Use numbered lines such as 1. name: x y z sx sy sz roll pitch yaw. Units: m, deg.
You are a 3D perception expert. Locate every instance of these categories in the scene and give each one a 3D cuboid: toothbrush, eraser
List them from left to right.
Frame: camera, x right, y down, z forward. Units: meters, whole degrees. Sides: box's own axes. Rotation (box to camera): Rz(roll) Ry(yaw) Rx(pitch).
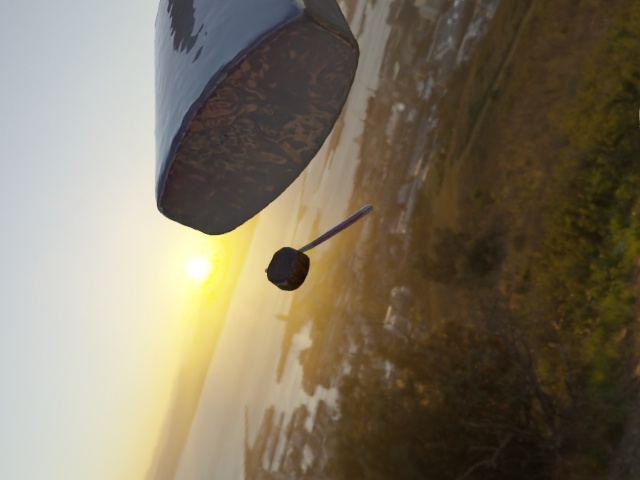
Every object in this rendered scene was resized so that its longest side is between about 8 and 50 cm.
1. eraser: -0.066 -0.153 0.552 0.174 0.094 0.270 -50 33 28
2. toothbrush: 0.000 0.000 1.586 0.020 0.286 0.025 37 155 55

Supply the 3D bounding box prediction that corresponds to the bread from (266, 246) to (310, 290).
1. bread: -0.056 0.055 1.357 0.085 0.053 0.085 -22 53 32
